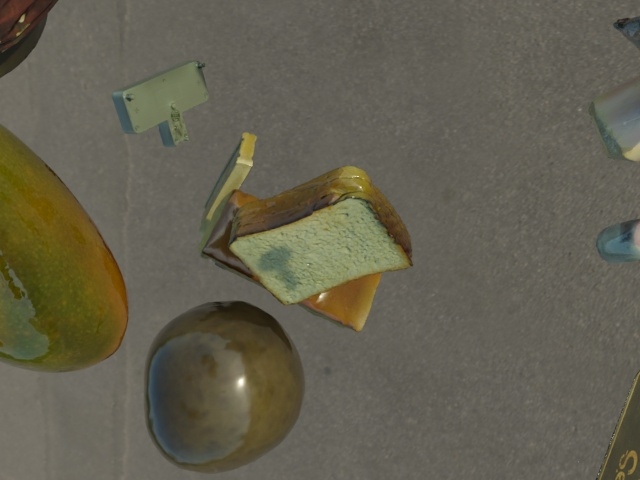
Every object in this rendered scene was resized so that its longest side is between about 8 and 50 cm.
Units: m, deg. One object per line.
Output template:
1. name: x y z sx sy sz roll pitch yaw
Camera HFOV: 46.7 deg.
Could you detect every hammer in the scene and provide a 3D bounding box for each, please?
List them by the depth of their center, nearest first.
1. hammer: 0.253 0.017 0.567 0.083 0.031 0.052 40 162 -11

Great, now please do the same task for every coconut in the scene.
1. coconut: 0.458 -0.176 1.061 0.122 0.116 0.116 -24 91 20

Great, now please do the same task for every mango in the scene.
1. mango: -0.252 0.000 0.596 0.129 0.146 0.289 2 132 19

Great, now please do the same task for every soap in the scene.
1. soap: -0.196 -0.115 1.558 0.037 0.092 0.252 19 138 -17

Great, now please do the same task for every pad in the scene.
1. pad: 0.416 0.358 0.971 0.063 0.315 0.375 12 73 49

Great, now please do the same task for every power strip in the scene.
1. power strip: -0.301 -0.261 1.474 0.061 0.216 0.145 9 123 36

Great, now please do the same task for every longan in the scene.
1. longan: -0.164 0.251 1.263 0.297 0.297 0.297 12 112 32

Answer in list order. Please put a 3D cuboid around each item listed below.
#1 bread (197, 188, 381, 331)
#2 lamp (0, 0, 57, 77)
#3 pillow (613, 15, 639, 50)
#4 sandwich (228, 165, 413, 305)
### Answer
1. bread: -0.053 0.041 1.388 0.077 0.361 0.138 -4 60 59
2. lamp: -0.246 -0.197 0.399 0.247 0.247 0.246 12 112 32
3. pillow: 0.487 -0.210 0.855 0.067 0.173 0.270 -67 24 14
4. sandwich: 0.000 0.000 1.020 0.215 0.065 0.186 -21 134 22
